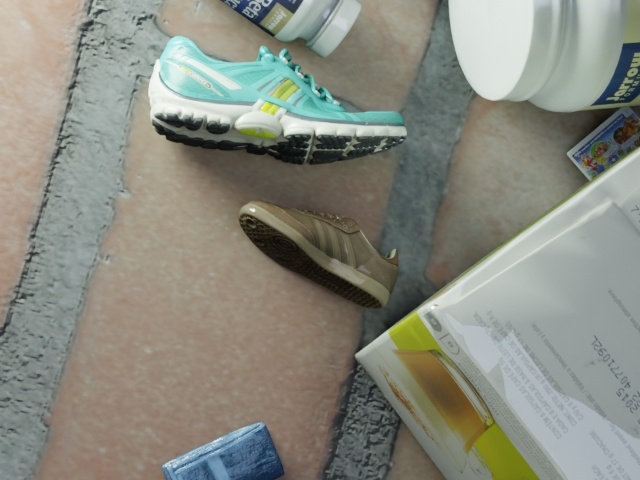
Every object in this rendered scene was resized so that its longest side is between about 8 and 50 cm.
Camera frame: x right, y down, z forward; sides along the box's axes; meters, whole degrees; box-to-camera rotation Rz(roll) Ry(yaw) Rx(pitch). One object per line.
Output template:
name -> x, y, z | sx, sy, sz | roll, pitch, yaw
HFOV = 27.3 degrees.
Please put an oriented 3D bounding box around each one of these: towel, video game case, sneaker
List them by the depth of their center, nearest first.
towel -> -0.099, 0.237, 1.355 | 0.119, 0.029, 0.067 | -23, 96, -17
sneaker -> -0.037, -0.146, 1.355 | 0.275, 0.107, 0.110 | 10, 76, -17
sneaker -> 0.000, 0.000, 1.387 | 0.188, 0.066, 0.071 | 34, 62, -19
video game case -> 0.350, -0.080, 1.479 | 0.087, 0.011, 0.122 | -41, 83, 9

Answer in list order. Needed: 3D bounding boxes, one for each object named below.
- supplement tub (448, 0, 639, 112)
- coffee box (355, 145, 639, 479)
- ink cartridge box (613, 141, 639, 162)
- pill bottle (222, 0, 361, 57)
supplement tub -> 0.324, -0.260, 1.400 | 0.325, 0.235, 0.235 | -7, 90, -18
coffee box -> 0.290, 0.131, 1.295 | 0.338, 0.334, 0.337 | -35, 86, -17
ink cartridge box -> 0.475, -0.041, 1.483 | 0.223, 0.045, 0.224 | -24, 85, 10
pill bottle -> -0.045, -0.264, 1.357 | 0.169, 0.094, 0.094 | 33, 79, -13
